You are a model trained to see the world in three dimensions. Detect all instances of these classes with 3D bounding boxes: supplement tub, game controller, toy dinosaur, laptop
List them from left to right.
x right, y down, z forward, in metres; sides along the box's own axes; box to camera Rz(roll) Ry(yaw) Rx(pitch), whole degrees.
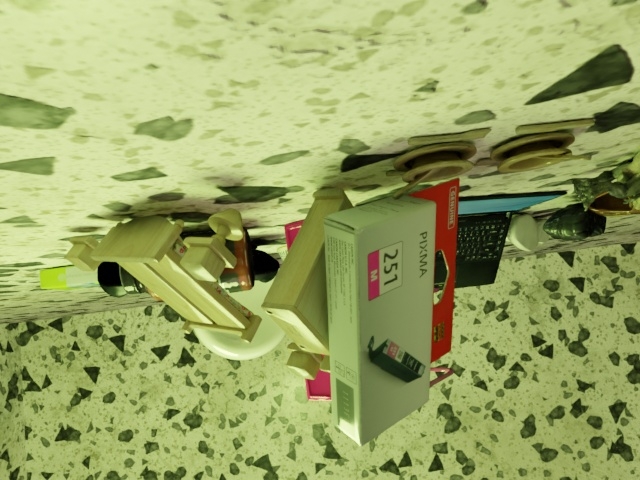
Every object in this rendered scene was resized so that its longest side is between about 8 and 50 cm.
[{"bbox_3d":[-0.208,0.039,0.830,0.198,0.105,0.106,-6,172,-4],"label":"supplement tub"},{"bbox_3d":[-0.241,0.053,0.973,0.320,0.067,0.166,-5,-176,-22],"label":"game controller"},{"bbox_3d":[-0.213,0.178,1.346,0.241,0.240,0.331,-5,172,-15],"label":"supplement tub"},{"bbox_3d":[0.290,0.012,0.978,0.235,0.264,0.136,-4,-152,-18],"label":"laptop"},{"bbox_3d":[0.414,-0.082,0.717,0.118,0.063,0.268,-18,166,24],"label":"toy dinosaur"}]

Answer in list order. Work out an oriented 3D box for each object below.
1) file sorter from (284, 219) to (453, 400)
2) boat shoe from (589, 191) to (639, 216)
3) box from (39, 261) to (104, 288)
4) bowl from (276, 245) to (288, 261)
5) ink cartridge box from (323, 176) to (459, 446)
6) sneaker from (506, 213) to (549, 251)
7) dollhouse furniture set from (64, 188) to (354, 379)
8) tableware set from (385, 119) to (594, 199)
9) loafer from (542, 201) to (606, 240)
[{"bbox_3d":[0.091,0.100,0.876,0.202,0.290,0.182,-11,175,36],"label":"file sorter"},{"bbox_3d":[0.537,-0.072,0.876,0.060,0.064,0.178,-4,175,-35],"label":"boat shoe"},{"bbox_3d":[-0.452,0.070,1.062,0.179,0.042,0.109,-7,173,1],"label":"box"},{"bbox_3d":[-0.011,0.050,1.192,0.170,0.080,0.170,-7,171,-1],"label":"bowl"},{"bbox_3d":[0.114,0.078,0.647,0.239,0.274,0.060,-18,-154,-35],"label":"ink cartridge box"},{"bbox_3d":[0.441,-0.017,1.180,0.094,0.080,0.212,1,-179,38],"label":"sneaker"},{"bbox_3d":[-0.112,0.046,0.741,0.356,0.173,0.303,1,142,36],"label":"dollhouse furniture set"},{"bbox_3d":[0.176,-0.080,0.558,0.194,0.039,0.128,-7,172,-4],"label":"tableware set"},{"bbox_3d":[0.499,-0.041,1.018,0.078,0.076,0.223,1,-171,41],"label":"loafer"}]
